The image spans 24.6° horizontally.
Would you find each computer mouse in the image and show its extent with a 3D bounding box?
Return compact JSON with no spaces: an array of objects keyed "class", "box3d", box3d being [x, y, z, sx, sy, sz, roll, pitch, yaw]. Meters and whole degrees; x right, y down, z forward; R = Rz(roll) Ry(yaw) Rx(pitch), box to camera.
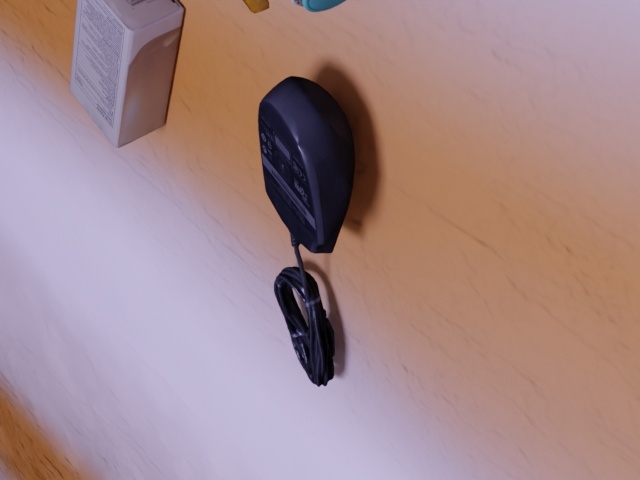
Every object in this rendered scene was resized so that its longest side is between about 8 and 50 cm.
[{"class":"computer mouse","box3d":[0.000,0.000,0.844,0.071,0.041,0.242,53,158,34]}]

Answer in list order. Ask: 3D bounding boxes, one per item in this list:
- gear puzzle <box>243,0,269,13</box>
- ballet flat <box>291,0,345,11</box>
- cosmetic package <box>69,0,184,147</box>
[{"class":"gear puzzle","box3d":[-0.091,-0.228,0.555,0.175,0.044,0.339,59,174,48]},{"class":"ballet flat","box3d":[0.009,-0.164,0.660,0.052,0.057,0.168,65,153,15]},{"class":"cosmetic package","box3d":[-0.124,-0.119,0.929,0.060,0.041,0.115,51,150,19]}]
